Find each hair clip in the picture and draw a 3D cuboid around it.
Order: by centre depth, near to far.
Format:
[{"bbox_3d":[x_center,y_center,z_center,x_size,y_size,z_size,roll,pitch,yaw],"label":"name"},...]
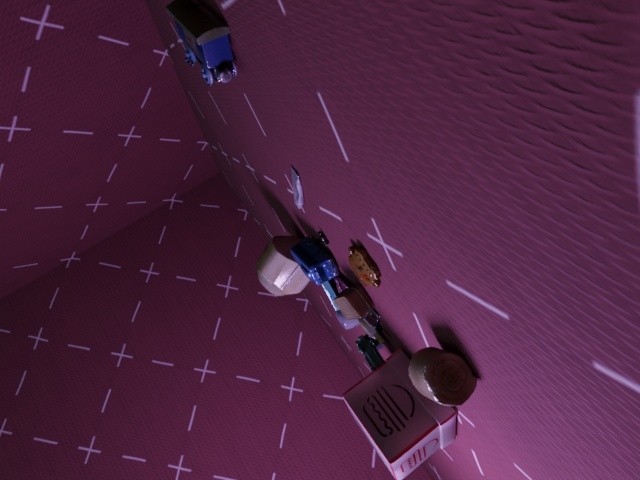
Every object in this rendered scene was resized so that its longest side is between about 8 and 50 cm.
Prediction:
[{"bbox_3d":[0.220,0.360,1.800,0.159,0.071,0.218,49,170,25],"label":"hair clip"}]

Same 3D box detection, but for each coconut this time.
[{"bbox_3d":[-0.163,0.118,2.216,0.323,0.322,0.323,54,168,17],"label":"coconut"}]

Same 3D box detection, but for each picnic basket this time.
[{"bbox_3d":[0.131,0.250,1.744,0.115,0.079,0.164,52,158,-1],"label":"picnic basket"}]

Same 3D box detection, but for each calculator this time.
[{"bbox_3d":[0.127,0.219,1.877,0.190,0.034,0.127,30,151,54],"label":"calculator"}]

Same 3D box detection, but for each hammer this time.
[{"bbox_3d":[0.000,0.000,1.841,0.065,0.021,0.178,56,169,1],"label":"hammer"}]

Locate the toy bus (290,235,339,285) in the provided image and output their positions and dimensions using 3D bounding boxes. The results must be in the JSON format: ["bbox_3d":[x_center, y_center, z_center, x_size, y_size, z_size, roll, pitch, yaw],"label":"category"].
[{"bbox_3d":[-0.030,0.092,1.926,0.234,0.133,0.116,42,160,53],"label":"toy bus"}]

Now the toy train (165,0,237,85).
[{"bbox_3d":[-0.380,-0.654,1.433,0.300,0.131,0.202,49,159,32],"label":"toy train"}]

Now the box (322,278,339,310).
[{"bbox_3d":[0.041,0.204,2.022,0.162,0.041,0.229,61,-175,-20],"label":"box"}]

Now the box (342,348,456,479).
[{"bbox_3d":[0.305,0.671,1.670,0.314,0.300,0.312,47,166,39],"label":"box"}]

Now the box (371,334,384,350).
[{"bbox_3d":[0.252,0.454,1.938,0.036,0.050,0.117,48,167,33],"label":"box"}]

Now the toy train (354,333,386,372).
[{"bbox_3d":[0.222,0.493,1.855,0.200,0.083,0.132,59,177,9],"label":"toy train"}]

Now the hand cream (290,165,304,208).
[{"bbox_3d":[-0.090,-0.196,1.672,0.052,0.038,0.216,27,151,18],"label":"hand cream"}]

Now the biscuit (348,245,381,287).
[{"bbox_3d":[0.141,0.094,1.478,0.166,0.036,0.225,55,169,6],"label":"biscuit"}]

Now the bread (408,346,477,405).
[{"bbox_3d":[0.329,0.372,1.196,0.148,0.134,0.141,44,169,0],"label":"bread"}]

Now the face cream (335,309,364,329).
[{"bbox_3d":[0.134,0.338,1.976,0.117,0.104,0.117,55,167,19],"label":"face cream"}]
